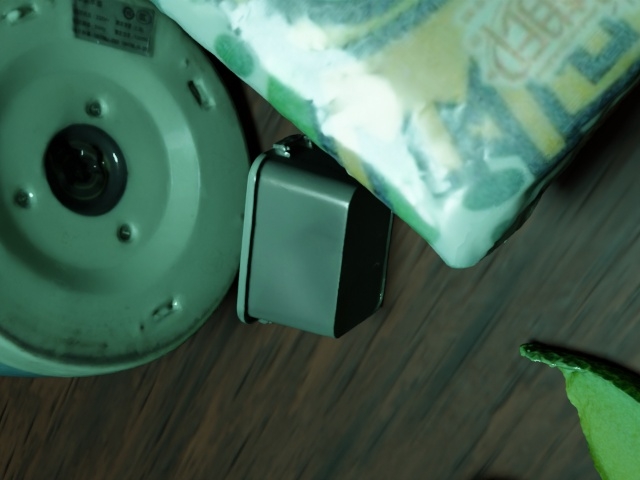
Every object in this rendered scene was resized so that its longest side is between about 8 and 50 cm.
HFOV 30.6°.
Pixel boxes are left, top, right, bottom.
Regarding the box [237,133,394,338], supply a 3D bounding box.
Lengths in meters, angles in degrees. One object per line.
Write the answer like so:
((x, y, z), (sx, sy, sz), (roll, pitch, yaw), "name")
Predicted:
((0.000, 0.000, 0.733), (0.069, 0.084, 0.122), (16, 114, 25), "box")

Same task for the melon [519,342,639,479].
((0.202, 0.154, 0.648), (0.261, 0.053, 0.114), (54, 148, 18), "melon")

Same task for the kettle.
((-0.239, -0.060, 0.839), (0.342, 0.247, 0.319), (-9, 66, 49), "kettle")

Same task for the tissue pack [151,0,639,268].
((0.033, -0.171, 0.552), (0.311, 0.128, 0.228), (42, 105, 8), "tissue pack")
